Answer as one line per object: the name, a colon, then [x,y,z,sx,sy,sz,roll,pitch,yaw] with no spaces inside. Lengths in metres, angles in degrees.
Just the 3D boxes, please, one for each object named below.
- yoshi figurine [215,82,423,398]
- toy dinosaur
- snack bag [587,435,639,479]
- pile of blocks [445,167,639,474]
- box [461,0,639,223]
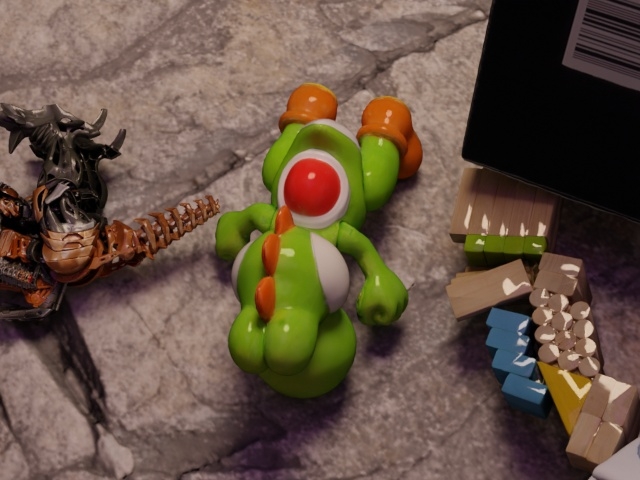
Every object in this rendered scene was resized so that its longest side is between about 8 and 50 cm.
yoshi figurine: [-0.006,0.017,1.268,0.203,0.203,0.362,39,48,-22]
toy dinosaur: [-0.281,-0.022,1.316,0.321,0.164,0.219,-1,76,-17]
snack bag: [0.456,0.180,1.035,0.342,0.037,0.323,-28,29,-35]
pile of blocks: [0.221,0.090,1.229,0.148,0.113,0.362,-18,55,10]
box: [0.373,-0.343,1.170,0.297,0.480,0.472,21,52,13]
